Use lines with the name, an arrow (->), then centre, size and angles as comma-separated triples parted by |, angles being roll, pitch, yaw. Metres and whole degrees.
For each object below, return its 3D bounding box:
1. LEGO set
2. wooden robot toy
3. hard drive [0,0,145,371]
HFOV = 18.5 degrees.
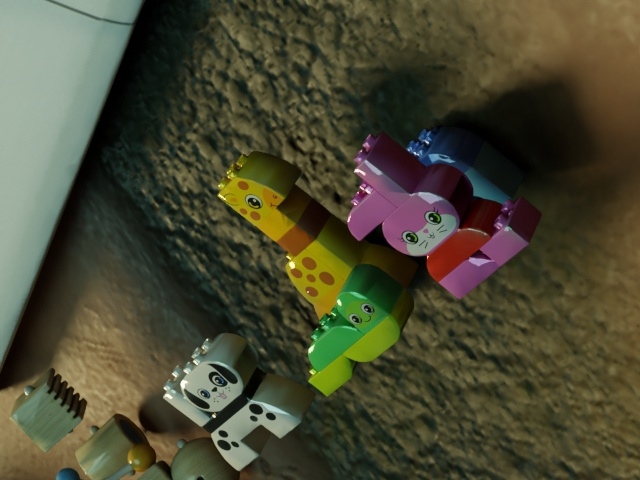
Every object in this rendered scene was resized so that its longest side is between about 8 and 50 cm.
LEGO set -> 0.000, 0.000, 0.850 | 0.093, 0.087, 0.227 | 38, 136, -9
wooden robot toy -> -0.075, 0.123, 1.024 | 0.079, 0.076, 0.173 | -43, 86, 10
hard drive -> -0.237, -0.055, 0.970 | 0.233, 0.047, 0.353 | 21, 134, -8
